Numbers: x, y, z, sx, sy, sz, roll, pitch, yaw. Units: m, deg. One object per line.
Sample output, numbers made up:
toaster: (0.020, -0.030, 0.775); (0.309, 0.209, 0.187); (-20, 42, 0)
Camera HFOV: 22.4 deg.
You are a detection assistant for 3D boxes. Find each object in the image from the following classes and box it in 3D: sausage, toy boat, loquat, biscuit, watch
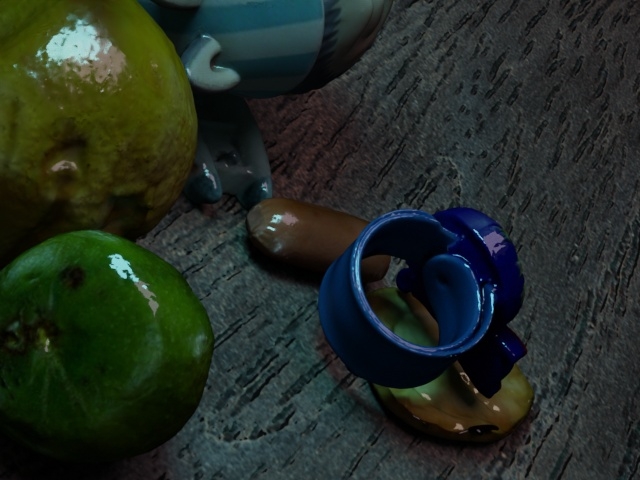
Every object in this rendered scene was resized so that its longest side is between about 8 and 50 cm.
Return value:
sausage: (0.000, 0.000, 1.776); (0.194, 0.077, 0.077); (17, 41, -37)
toy boat: (-0.120, -0.126, 1.789); (0.134, 0.079, 0.208); (5, 50, -41)
loquat: (-0.253, -0.110, 1.476); (0.276, 0.276, 0.284); (2, 26, -46)
biscuit: (0.139, 0.145, 1.791); (0.260, 0.041, 0.203); (17, 37, -35)
watch: (0.105, 0.068, 1.687); (0.200, 0.171, 0.196); (-19, 65, -33)

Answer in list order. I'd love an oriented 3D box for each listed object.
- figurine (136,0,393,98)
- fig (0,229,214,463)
figurine: (-0.112, -0.307, 1.667); (0.361, 0.266, 0.377); (31, 15, 10)
fig: (-0.184, 0.094, 1.408); (0.203, 0.203, 0.235); (49, 3, 10)
